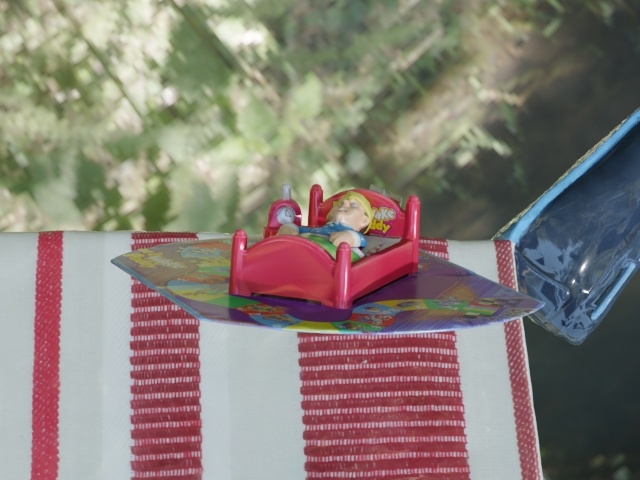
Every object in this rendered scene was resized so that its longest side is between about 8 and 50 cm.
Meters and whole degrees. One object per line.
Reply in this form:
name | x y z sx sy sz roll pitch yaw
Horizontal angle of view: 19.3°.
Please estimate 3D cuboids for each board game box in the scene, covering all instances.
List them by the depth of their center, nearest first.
board game box | 0.000 0.000 0.705 0.133 0.169 0.033 -2 101 -23

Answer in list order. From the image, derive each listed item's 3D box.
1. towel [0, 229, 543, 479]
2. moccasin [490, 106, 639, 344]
towel | -0.057 0.101 0.920 0.329 0.237 0.037 1 150 -6
moccasin | 0.268 -0.043 1.485 0.342 0.117 0.138 -40 177 -19
